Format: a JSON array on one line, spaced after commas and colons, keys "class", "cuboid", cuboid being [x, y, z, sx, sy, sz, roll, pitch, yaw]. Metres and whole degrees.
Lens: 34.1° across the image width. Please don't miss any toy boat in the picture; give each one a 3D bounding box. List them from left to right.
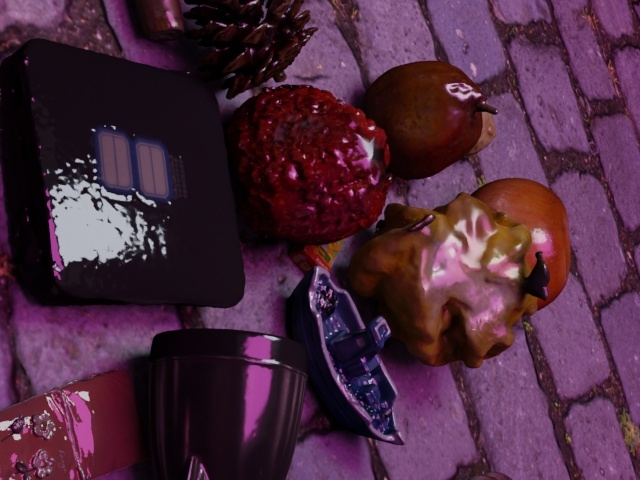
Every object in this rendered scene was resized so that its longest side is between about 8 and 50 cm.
[{"class": "toy boat", "cuboid": [0.052, 0.179, 1.597, 0.129, 0.142, 0.309, -33, 99, -52]}]

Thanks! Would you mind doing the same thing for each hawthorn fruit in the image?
[{"class": "hawthorn fruit", "cuboid": [0.203, -0.220, 1.850, 0.208, 0.248, 0.208, 18, 66, -49]}]

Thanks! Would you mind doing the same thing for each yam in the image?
[{"class": "yam", "cuboid": [-0.272, -0.477, 1.547, 0.083, 0.083, 0.371, -4, 77, -49]}]

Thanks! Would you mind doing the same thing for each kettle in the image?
[{"class": "kettle", "cuboid": [-0.131, 0.268, 1.344, 0.208, 0.251, 0.271, 9, 71, -16]}]

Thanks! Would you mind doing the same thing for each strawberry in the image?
[{"class": "strawberry", "cuboid": [0.000, -0.121, 1.582, 0.274, 0.220, 0.274, 30, 44, -34]}]

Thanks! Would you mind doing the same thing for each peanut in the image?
[{"class": "peanut", "cuboid": [0.276, -0.239, 2.045, 0.159, 0.109, 0.140, 28, 83, -26]}]

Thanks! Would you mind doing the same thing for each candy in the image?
[{"class": "candy", "cuboid": [0.000, 0.000, 1.691, 0.062, 0.038, 0.122, 49, 44, -24]}]

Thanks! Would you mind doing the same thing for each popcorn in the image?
[{"class": "popcorn", "cuboid": [0.218, 0.057, 1.762, 0.297, 0.281, 0.316, -42, 94, -17]}]

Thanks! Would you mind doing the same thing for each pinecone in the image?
[{"class": "pinecone", "cuboid": [-0.114, -0.315, 1.552, 0.208, 0.208, 0.207, 22, 59, -42]}]

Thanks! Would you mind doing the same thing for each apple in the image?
[{"class": "apple", "cuboid": [0.366, 0.016, 1.961, 0.251, 0.207, 0.272, 68, 27, -21]}]

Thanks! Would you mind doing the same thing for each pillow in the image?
[{"class": "pillow", "cuboid": [-0.302, 0.236, 1.247, 0.233, 0.043, 0.126, -16, 90, -52]}]

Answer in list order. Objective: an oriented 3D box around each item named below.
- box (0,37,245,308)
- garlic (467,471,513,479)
[{"class": "box", "cuboid": [-0.255, -0.079, 1.396, 0.350, 0.091, 0.359, 5, 71, -49]}, {"class": "garlic", "cuboid": [0.303, 0.471, 1.792, 0.159, 0.102, 0.147, 27, 54, -40]}]
